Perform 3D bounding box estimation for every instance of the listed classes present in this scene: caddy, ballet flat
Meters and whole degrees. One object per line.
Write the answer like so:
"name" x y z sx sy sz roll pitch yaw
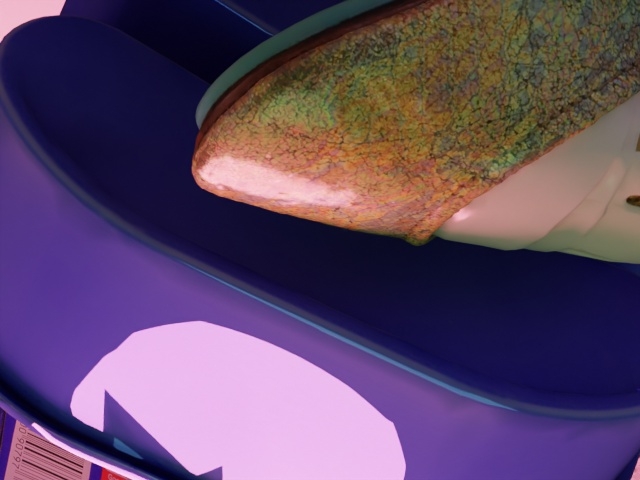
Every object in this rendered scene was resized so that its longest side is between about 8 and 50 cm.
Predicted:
"caddy" 0.000 0.000 0.560 0.341 0.241 0.179 25 140 -3
"ballet flat" 0.120 -0.055 0.466 0.348 0.123 0.123 -24 154 -36

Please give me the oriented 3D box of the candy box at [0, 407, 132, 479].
"candy box" -0.213 0.243 0.972 0.268 0.122 0.317 34 130 -32

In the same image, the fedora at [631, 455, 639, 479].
"fedora" 0.124 0.097 0.754 0.334 0.152 0.334 2 140 2
